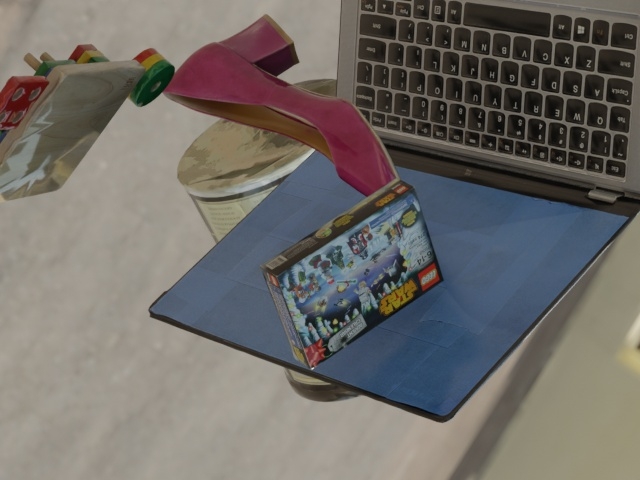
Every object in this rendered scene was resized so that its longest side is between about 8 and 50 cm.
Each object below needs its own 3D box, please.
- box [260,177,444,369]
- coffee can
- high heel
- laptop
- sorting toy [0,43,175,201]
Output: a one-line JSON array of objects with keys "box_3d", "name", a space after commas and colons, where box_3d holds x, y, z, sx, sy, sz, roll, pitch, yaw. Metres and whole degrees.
[{"box_3d": [0.026, 0.026, 1.456, 0.137, 0.027, 0.094, -33, 125, -20], "name": "box"}, {"box_3d": [0.000, 0.000, 1.948, 0.201, 0.201, 0.275, -48, 123, -37], "name": "coffee can"}, {"box_3d": [-0.030, -0.090, 1.601, 0.117, 0.244, 0.082, -35, 155, -9], "name": "high heel"}, {"box_3d": [0.066, -0.107, 1.561, 0.236, 0.382, 0.408, -8, 106, -41], "name": "laptop"}, {"box_3d": [-0.220, -0.094, 1.453, 0.132, 0.046, 0.274, -52, 168, 20], "name": "sorting toy"}]
